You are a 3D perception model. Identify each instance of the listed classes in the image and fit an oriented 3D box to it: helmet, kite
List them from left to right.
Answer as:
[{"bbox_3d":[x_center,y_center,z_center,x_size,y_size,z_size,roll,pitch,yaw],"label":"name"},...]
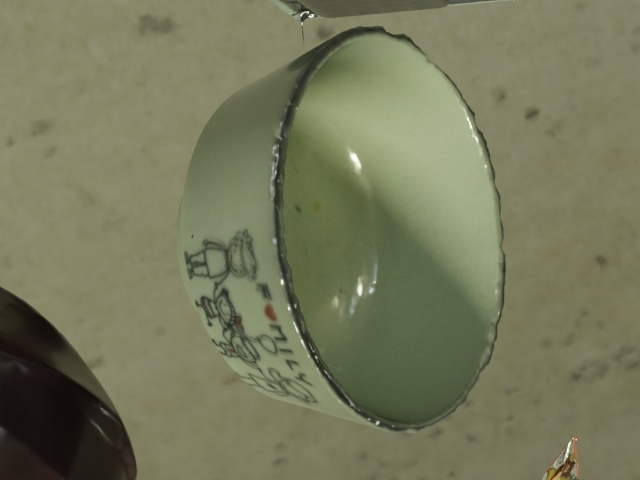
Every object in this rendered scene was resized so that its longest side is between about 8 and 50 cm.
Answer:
[{"bbox_3d":[-0.229,0.106,0.869,0.177,0.305,0.225,-33,153,-34],"label":"helmet"},{"bbox_3d":[0.135,0.240,1.066,0.198,0.006,0.244,-17,129,-52],"label":"kite"}]

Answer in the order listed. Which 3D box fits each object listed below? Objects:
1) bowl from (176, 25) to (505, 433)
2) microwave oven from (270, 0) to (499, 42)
[{"bbox_3d":[0.000,0.000,0.823,0.112,0.211,0.211,-8,153,36],"label":"bowl"},{"bbox_3d":[0.044,-0.310,1.093,0.218,0.286,0.355,-4,178,12],"label":"microwave oven"}]
